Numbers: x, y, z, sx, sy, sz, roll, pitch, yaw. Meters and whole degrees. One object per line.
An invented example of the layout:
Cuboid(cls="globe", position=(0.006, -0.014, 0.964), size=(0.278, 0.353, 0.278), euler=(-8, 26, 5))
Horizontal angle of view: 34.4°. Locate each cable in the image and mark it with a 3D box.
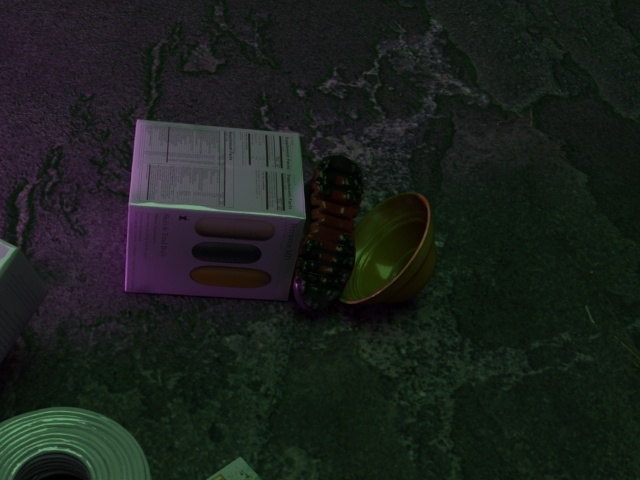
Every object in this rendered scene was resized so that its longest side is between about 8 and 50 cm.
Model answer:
Cuboid(cls="cable", position=(-0.340, 0.331, 1.308), size=(0.257, 0.089, 0.257), euler=(-1, 46, -8))

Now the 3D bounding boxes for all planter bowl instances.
Cuboid(cls="planter bowl", position=(0.123, 0.034, 1.681), size=(0.090, 0.217, 0.217), euler=(39, 37, -26))

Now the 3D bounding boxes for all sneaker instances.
Cuboid(cls="sneaker", position=(0.000, 0.000, 1.713), size=(0.097, 0.135, 0.276), euler=(18, 63, -17))

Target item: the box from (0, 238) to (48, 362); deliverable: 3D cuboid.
Cuboid(cls="box", position=(-0.545, 0.132, 1.315), size=(0.215, 0.168, 0.345), euler=(27, 70, 10))

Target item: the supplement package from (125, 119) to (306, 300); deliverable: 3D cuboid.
Cuboid(cls="supplement package", position=(-0.171, -0.045, 1.646), size=(0.262, 0.199, 0.198), euler=(4, 46, -9))

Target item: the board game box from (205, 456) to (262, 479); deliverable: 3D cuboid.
Cuboid(cls="board game box", position=(-0.133, 0.367, 1.370), size=(0.154, 0.026, 0.103), euler=(-30, 58, -35))
